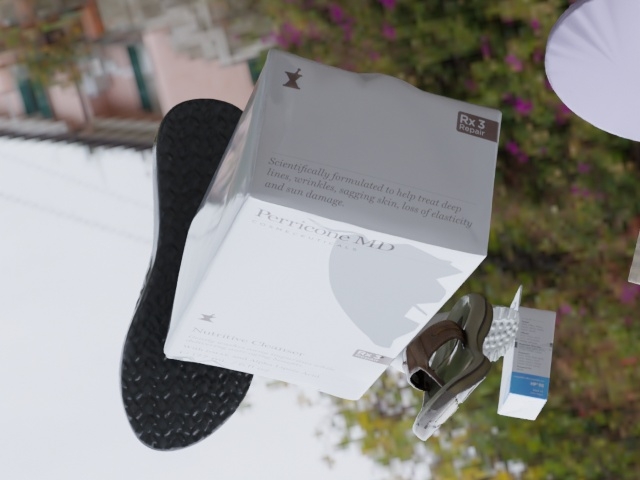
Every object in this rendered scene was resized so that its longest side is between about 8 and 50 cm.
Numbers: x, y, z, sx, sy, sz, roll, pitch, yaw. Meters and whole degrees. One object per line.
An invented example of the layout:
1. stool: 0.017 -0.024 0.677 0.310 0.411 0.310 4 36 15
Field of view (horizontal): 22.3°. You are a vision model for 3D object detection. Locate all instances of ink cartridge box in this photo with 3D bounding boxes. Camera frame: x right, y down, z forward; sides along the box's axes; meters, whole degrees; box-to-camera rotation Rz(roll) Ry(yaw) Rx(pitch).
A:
1. ink cartridge box: 0.316 0.170 2.465 0.060 0.104 0.180 10 -113 0

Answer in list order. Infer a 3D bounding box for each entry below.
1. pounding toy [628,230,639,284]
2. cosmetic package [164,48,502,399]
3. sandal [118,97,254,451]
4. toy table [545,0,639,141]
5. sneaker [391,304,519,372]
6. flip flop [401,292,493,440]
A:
1. pounding toy: 0.371 0.031 1.604 0.141 0.100 0.130 16 -173 36
2. cosmetic package: 0.000 0.000 1.497 0.217 0.156 0.385 13 155 -9
3. sandal: -0.154 0.047 2.041 0.168 0.445 0.107 9 169 -11
4. toy table: 0.371 -0.206 1.639 0.274 0.252 0.161 13 -154 5
5. sneaker: 0.184 0.131 2.299 0.235 0.090 0.095 -11 -158 -38
6. flip flop: 0.132 0.125 1.779 0.112 0.080 0.277 -50 -173 26
